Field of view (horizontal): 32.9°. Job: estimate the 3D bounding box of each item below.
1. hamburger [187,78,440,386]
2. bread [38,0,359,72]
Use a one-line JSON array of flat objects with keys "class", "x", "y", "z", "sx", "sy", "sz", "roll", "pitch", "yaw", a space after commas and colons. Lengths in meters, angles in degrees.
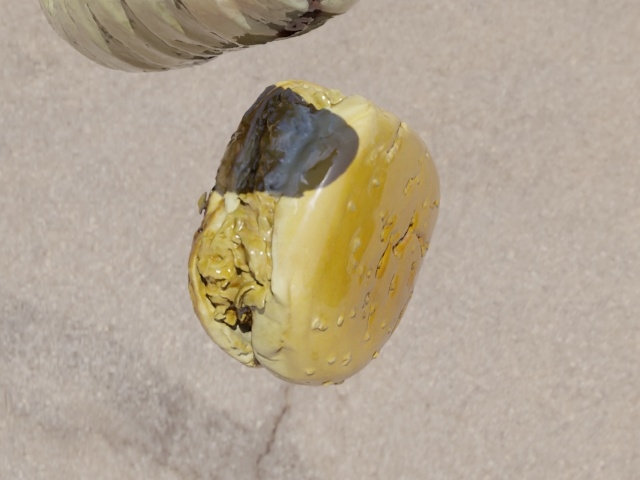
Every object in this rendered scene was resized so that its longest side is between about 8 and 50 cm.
[{"class": "hamburger", "x": 0.000, "y": 0.000, "z": 0.515, "sx": 0.083, "sy": 0.147, "sz": 0.138, "roll": 22, "pitch": 87, "yaw": 24}, {"class": "bread", "x": -0.052, "y": -0.089, "z": 0.393, "sx": 0.073, "sy": 0.214, "sz": 0.053, "roll": 22, "pitch": 83, "yaw": -32}]
